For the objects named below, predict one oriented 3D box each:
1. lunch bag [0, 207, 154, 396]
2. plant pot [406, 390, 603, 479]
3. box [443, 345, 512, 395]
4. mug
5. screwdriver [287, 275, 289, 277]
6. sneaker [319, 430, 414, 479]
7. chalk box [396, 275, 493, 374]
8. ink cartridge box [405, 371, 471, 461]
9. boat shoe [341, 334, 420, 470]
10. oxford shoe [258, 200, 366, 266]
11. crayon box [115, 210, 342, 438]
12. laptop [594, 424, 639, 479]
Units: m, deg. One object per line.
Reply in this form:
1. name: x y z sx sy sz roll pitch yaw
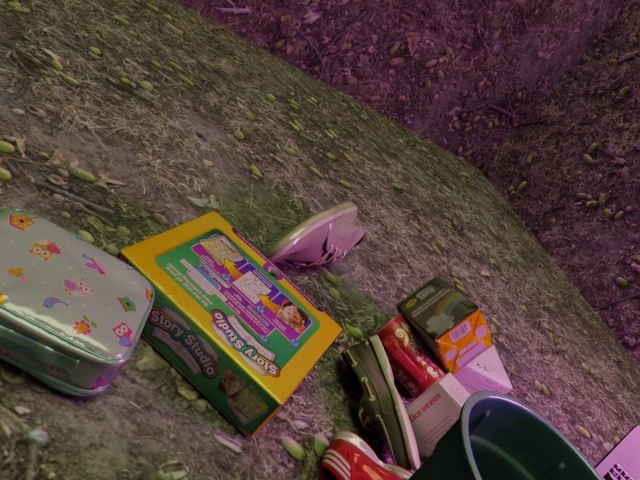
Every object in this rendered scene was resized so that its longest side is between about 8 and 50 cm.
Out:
1. lunch bag: -0.394 0.087 0.931 0.279 0.108 0.224 32 29 -17
2. plant pot: 0.220 0.453 0.926 0.341 0.334 0.341 32 26 -17
3. box: 0.349 0.305 1.616 0.181 0.119 0.182 29 28 -24
4. mug: 0.184 0.270 1.465 0.169 0.113 0.150 50 31 9
5. screwdriver: -0.084 0.108 1.440 0.024 0.025 0.170 38 25 -6
6. sneaker: 0.089 0.434 1.100 0.221 0.087 0.128 31 32 9
7. chalk box: 0.275 0.186 1.522 0.213 0.132 0.132 43 -16 55
8. ink cartridge box: 0.271 0.394 1.320 0.203 0.148 0.086 49 25 16
9. boat shoe: 0.117 0.325 1.288 0.305 0.091 0.109 -107 177 -46
10. oxford shoe: 0.000 0.000 1.602 0.130 0.169 0.449 65 26 1
11. crayon box: -0.166 0.130 1.189 0.363 0.106 0.313 43 26 5
12. laptop: 0.755 0.691 1.432 0.382 0.408 0.236 47 -9 12
